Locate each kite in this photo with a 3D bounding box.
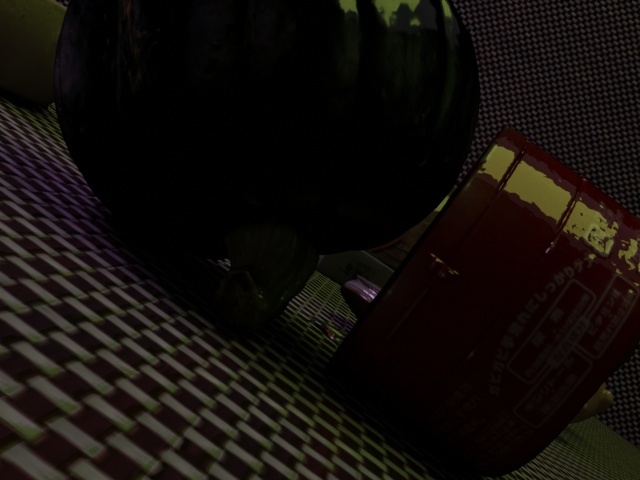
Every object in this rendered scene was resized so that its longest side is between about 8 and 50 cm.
[{"bbox_3d":[0.066,0.119,0.757,0.189,0.009,0.232,35,3,-7],"label":"kite"}]

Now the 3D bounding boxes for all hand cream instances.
[{"bbox_3d":[0.126,0.045,0.591,0.149,0.230,0.230,36,3,7],"label":"hand cream"}]

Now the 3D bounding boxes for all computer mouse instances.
[{"bbox_3d":[0.107,0.109,0.913,0.126,0.056,0.245,36,1,37],"label":"computer mouse"}]

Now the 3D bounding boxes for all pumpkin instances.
[{"bbox_3d":[-0.032,-0.067,0.576,0.295,0.296,0.296,35,3,-2],"label":"pumpkin"}]

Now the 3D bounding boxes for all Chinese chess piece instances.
[{"bbox_3d":[-0.349,-0.234,0.810,0.249,0.103,0.250,33,3,-2],"label":"Chinese chess piece"}]

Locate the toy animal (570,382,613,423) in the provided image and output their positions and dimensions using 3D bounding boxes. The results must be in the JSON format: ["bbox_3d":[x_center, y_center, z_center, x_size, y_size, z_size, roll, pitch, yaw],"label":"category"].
[{"bbox_3d":[0.355,0.209,1.274,0.197,0.171,0.171,43,-3,-42],"label":"toy animal"}]

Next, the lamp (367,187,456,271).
[{"bbox_3d":[0.151,0.004,1.496,0.250,0.250,0.284,36,-40,17],"label":"lamp"}]

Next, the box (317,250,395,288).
[{"bbox_3d":[0.000,0.000,1.346,0.155,0.067,0.243,35,3,-38],"label":"box"}]

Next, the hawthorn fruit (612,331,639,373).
[{"bbox_3d":[0.417,0.113,1.557,0.402,0.403,0.403,35,3,-2],"label":"hawthorn fruit"}]
